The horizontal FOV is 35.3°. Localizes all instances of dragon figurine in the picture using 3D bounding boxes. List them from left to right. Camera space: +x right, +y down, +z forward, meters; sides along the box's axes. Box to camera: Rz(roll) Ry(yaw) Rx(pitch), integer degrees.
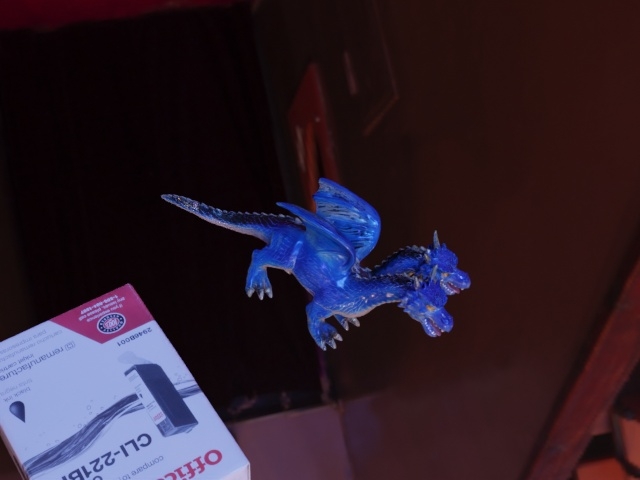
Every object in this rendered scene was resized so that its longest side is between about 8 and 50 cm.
[{"bbox_3d":[0.000,0.000,0.918,0.085,0.289,0.144,-34,159,-52],"label":"dragon figurine"}]

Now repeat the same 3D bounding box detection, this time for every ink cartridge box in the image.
[{"bbox_3d":[-0.223,0.208,1.076,0.197,0.273,0.114,-26,148,-22],"label":"ink cartridge box"}]
